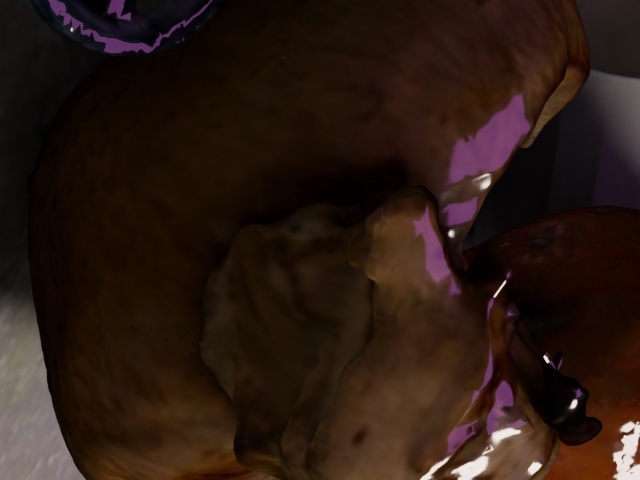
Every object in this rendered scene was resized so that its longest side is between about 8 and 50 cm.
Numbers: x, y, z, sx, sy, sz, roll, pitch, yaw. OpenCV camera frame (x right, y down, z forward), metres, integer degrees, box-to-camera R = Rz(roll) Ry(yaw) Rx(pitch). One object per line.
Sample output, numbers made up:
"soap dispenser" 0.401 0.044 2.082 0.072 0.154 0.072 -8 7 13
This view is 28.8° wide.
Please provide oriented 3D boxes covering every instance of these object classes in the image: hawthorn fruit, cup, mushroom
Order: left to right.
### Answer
"mushroom" -0.006 -0.005 0.476 0.195 0.283 0.263 40 89 -27
"hawthorn fruit" 0.188 0.099 0.926 0.262 0.258 0.258 -15 -135 63
"cup" 0.226 -0.058 1.076 0.323 0.237 0.327 -23 137 -24

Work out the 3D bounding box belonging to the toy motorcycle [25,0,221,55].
"toy motorcycle" -0.071 -0.184 0.314 0.206 0.154 0.260 7 107 -45
